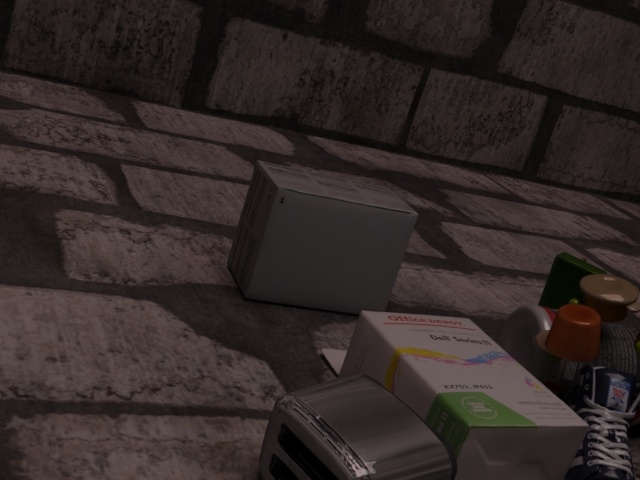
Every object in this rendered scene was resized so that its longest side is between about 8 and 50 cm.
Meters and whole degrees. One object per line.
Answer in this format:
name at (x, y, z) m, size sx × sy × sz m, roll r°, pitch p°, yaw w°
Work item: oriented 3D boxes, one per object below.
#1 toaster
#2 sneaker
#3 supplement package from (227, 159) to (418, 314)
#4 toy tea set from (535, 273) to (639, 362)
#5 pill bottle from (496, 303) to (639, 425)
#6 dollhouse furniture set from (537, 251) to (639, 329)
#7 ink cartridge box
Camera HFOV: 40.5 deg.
toaster at (0.038, 0.245, 0.943) m, size 0.147 × 0.129 × 0.227 m, roll -3°, pitch 29°, yaw -40°
sneaker at (0.383, 0.267, 1.153) m, size 0.099 × 0.153 × 0.282 m, roll 18°, pitch 18°, yaw 1°
supplement package at (0.000, 0.000, 1.501) m, size 0.262 × 0.203 × 0.145 m, roll 10°, pitch 18°, yaw -22°
toy tea set at (0.478, 0.143, 1.268) m, size 0.336 × 0.124 × 0.200 m, roll 4°, pitch 26°, yaw 1°
pill bottle at (0.436, 0.206, 1.377) m, size 0.283 × 0.161 × 0.161 m, roll 13°, pitch 18°, yaw -14°
dollhouse furniture set at (0.613, 0.148, 1.732) m, size 0.302 × 0.151 × 0.198 m, roll 29°, pitch 21°, yaw 31°
ink cartridge box at (0.167, 0.200, 1.204) m, size 0.207 × 0.119 × 0.353 m, roll 7°, pitch 21°, yaw -30°
